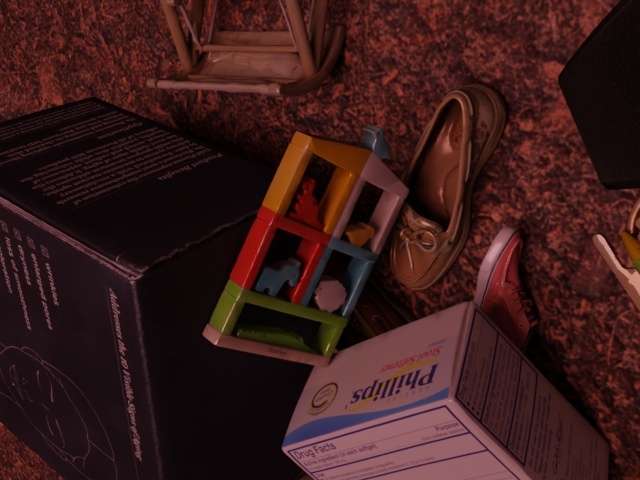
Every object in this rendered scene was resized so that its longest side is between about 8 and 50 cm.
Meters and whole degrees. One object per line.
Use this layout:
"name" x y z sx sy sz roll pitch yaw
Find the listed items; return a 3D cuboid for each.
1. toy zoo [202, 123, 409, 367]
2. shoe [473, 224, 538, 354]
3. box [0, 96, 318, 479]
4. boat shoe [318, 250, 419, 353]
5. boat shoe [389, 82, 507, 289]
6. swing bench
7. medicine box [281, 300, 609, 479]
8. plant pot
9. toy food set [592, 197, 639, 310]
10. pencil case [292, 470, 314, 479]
"toy zoo" 0.000 0.000 0.886 0.030 0.192 0.293 28 95 43
"shoe" 0.236 0.071 0.939 0.081 0.063 0.178 28 123 28
"box" -0.268 0.106 1.075 0.471 0.297 0.480 25 129 35
"boat shoe" 0.023 0.090 1.081 0.307 0.104 0.111 34 121 27
"boat shoe" 0.140 -0.061 0.959 0.104 0.089 0.285 29 118 29
"swing bench" -0.109 -0.332 1.043 0.253 0.165 0.255 12 114 35
"medicine box" 0.153 0.249 0.916 0.263 0.149 0.289 -28 114 39
"plant pot" 0.344 -0.142 0.720 0.167 0.188 0.188 -31 78 52
"toy food set" 0.391 -0.001 0.809 0.192 0.038 0.132 -42 75 37
"pencil case" -0.107 0.446 1.228 0.410 0.183 0.160 -12 106 39
